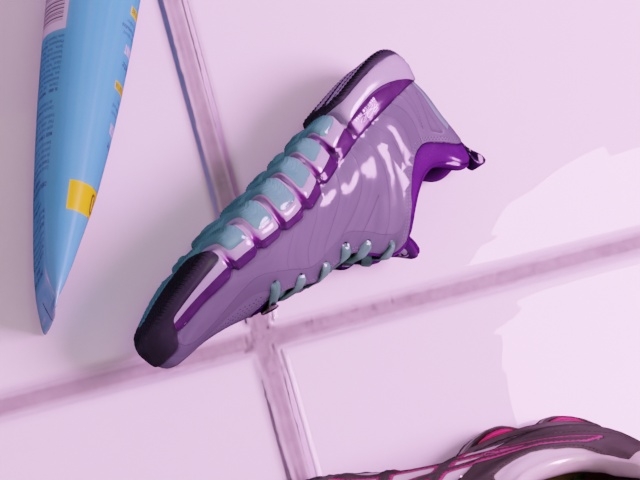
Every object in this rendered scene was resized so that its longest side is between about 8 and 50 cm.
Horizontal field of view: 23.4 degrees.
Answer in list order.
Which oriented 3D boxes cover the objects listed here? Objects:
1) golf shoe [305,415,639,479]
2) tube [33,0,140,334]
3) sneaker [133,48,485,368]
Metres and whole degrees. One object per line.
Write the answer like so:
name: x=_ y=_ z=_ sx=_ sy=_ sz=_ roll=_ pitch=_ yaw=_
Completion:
golf shoe: x=0.053 y=0.158 z=0.801 sx=0.273 sy=0.120 sz=0.105 roll=-23 pitch=87 yaw=-15
tube: x=-0.131 y=-0.058 z=0.820 sx=0.052 sy=0.080 sz=0.207 roll=8 pitch=74 yaw=-7
sneaker: x=0.000 y=0.000 z=0.837 sx=0.098 sy=0.083 sz=0.223 roll=44 pitch=72 yaw=-8
